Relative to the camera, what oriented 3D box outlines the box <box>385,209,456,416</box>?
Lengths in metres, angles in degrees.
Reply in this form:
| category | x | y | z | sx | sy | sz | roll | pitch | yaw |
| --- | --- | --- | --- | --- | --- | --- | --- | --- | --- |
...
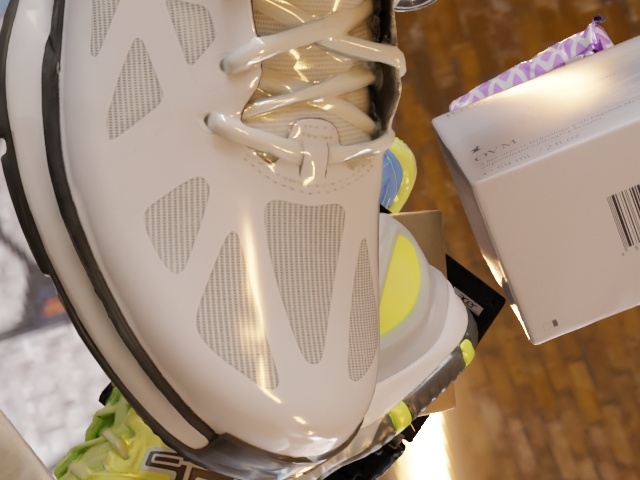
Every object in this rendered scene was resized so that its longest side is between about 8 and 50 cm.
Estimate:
| category | x | y | z | sx | sy | sz | roll | pitch | yaw |
| --- | --- | --- | --- | --- | --- | --- | --- | --- | --- |
| box | 0.016 | 0.067 | 1.261 | 0.021 | 0.201 | 0.164 | 1 | -83 | 56 |

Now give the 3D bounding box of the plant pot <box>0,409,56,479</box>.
| category | x | y | z | sx | sy | sz | roll | pitch | yaw |
| --- | --- | --- | --- | --- | --- | --- | --- | --- | --- |
| plant pot | -0.298 | 0.110 | 0.583 | 0.334 | 0.305 | 0.334 | 47 | -6 | 6 |

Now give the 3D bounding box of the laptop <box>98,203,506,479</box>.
| category | x | y | z | sx | sy | sz | roll | pitch | yaw |
| --- | --- | --- | --- | --- | --- | --- | --- | --- | --- |
| laptop | -0.019 | 0.098 | 1.423 | 0.234 | 0.136 | 0.264 | 37 | -56 | -2 |

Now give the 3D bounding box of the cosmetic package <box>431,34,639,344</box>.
| category | x | y | z | sx | sy | sz | roll | pitch | yaw |
| --- | --- | --- | --- | --- | --- | --- | --- | --- | --- |
| cosmetic package | 0.223 | -0.054 | 1.259 | 0.225 | 0.224 | 0.138 | -105 | 172 | -74 |

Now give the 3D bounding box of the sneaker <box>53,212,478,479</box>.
| category | x | y | z | sx | sy | sz | roll | pitch | yaw |
| --- | --- | --- | --- | --- | --- | --- | --- | --- | --- |
| sneaker | -0.079 | 0.109 | 0.919 | 0.147 | 0.384 | 0.145 | 55 | -35 | -9 |

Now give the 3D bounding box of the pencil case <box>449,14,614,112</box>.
| category | x | y | z | sx | sy | sz | roll | pitch | yaw |
| --- | --- | --- | --- | --- | --- | --- | --- | --- | --- |
| pencil case | 0.241 | -0.161 | 1.807 | 0.086 | 0.206 | 0.088 | 62 | 22 | 5 |

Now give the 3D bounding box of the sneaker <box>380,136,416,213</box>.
| category | x | y | z | sx | sy | sz | roll | pitch | yaw |
| --- | --- | --- | --- | --- | --- | --- | --- | --- | --- |
| sneaker | 0.000 | 0.000 | 1.555 | 0.091 | 0.240 | 0.126 | 29 | 5 | 18 |

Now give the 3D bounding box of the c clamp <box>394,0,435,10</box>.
| category | x | y | z | sx | sy | sz | roll | pitch | yaw |
| --- | --- | --- | --- | --- | --- | --- | --- | --- | --- |
| c clamp | 0.116 | -0.310 | 1.897 | 0.160 | 0.137 | 0.022 | -45 | -117 | 52 |

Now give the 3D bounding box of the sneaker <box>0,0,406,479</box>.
| category | x | y | z | sx | sy | sz | roll | pitch | yaw |
| --- | --- | --- | --- | --- | --- | --- | --- | --- | --- |
| sneaker | -0.015 | -0.132 | 0.702 | 0.257 | 0.169 | 0.448 | -25 | -107 | 47 |
